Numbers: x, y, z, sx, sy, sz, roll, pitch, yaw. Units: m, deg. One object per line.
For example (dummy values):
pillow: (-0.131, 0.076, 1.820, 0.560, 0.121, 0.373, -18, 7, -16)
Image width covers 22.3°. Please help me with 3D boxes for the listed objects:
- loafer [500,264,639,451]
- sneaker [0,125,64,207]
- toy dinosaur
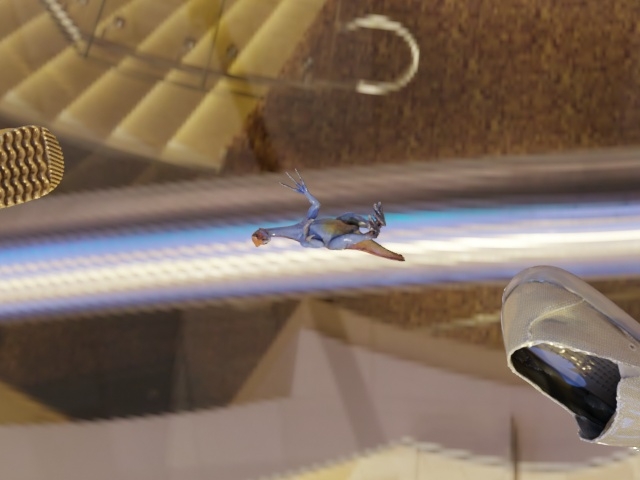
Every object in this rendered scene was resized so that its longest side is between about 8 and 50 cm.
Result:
loafer: (0.250, 0.127, 1.283, 0.269, 0.092, 0.102, 32, 138, 4)
sneaker: (-0.275, -0.037, 1.135, 0.084, 0.185, 0.069, -7, 93, 50)
toy dinosaur: (0.000, 0.000, 1.056, 0.082, 0.047, 0.090, -16, 122, 20)
